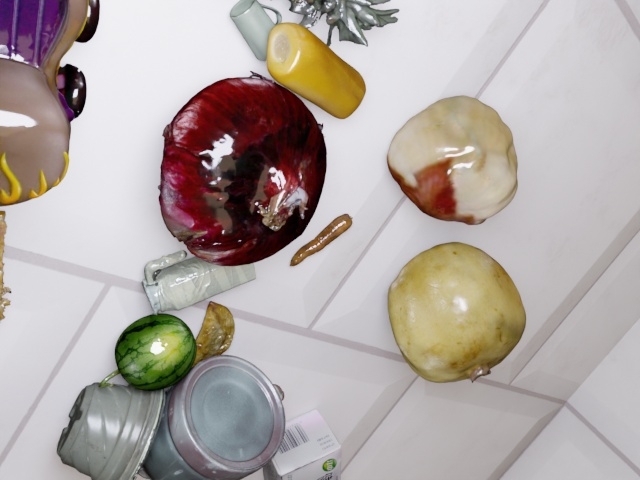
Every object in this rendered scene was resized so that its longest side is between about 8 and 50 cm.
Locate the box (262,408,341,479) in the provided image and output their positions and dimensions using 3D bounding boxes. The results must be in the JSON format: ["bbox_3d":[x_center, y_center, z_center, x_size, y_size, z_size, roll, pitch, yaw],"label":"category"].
[{"bbox_3d":[-0.050,0.630,1.598,0.173,0.145,0.333,-17,129,-21],"label":"box"}]

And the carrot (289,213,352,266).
[{"bbox_3d":[0.001,0.001,1.244,0.165,0.036,0.036,-40,135,1],"label":"carrot"}]

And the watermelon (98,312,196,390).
[{"bbox_3d":[-0.324,0.214,1.111,0.187,0.141,0.141,-25,133,-12],"label":"watermelon"}]

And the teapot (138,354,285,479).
[{"bbox_3d":[-0.226,0.395,1.263,0.315,0.233,0.312,-11,157,-49],"label":"teapot"}]

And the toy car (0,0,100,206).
[{"bbox_3d":[-0.386,-0.204,0.685,0.271,0.240,0.341,0,125,-36],"label":"toy car"}]

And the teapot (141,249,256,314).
[{"bbox_3d":[-0.228,0.058,1.103,0.200,0.077,0.107,-22,126,-19],"label":"teapot"}]

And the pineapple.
[{"bbox_3d":[-0.013,-0.396,0.870,0.340,0.169,0.169,17,111,-48],"label":"pineapple"}]

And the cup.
[{"bbox_3d":[-0.089,-0.332,0.921,0.075,0.054,0.083,-40,133,0],"label":"cup"}]

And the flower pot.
[{"bbox_3d":[-0.404,0.357,1.134,0.140,0.235,0.235,26,106,-20],"label":"flower pot"}]

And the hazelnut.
[{"bbox_3d":[0.265,-0.159,1.198,0.261,0.261,0.241,-36,167,-6],"label":"hazelnut"}]

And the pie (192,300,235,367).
[{"bbox_3d":[-0.225,0.205,1.245,0.092,0.034,0.170,18,105,-39],"label":"pie"}]

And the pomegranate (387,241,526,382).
[{"bbox_3d":[0.313,0.171,1.389,0.332,0.332,0.332,-18,130,-22],"label":"pomegranate"}]

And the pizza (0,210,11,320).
[{"bbox_3d":[-0.547,0.055,0.899,0.201,0.053,0.193,-30,133,-28],"label":"pizza"}]

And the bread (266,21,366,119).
[{"bbox_3d":[0.003,-0.268,0.967,0.239,0.074,0.093,12,78,-60],"label":"bread"}]

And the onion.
[{"bbox_3d":[-0.110,-0.105,0.948,0.314,0.232,0.314,-19,118,-40],"label":"onion"}]
